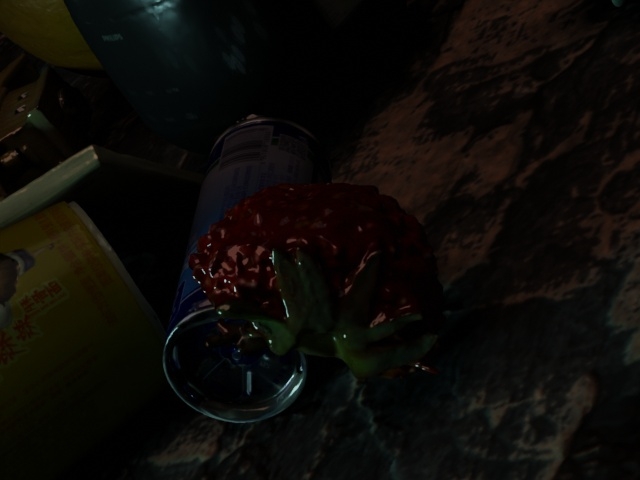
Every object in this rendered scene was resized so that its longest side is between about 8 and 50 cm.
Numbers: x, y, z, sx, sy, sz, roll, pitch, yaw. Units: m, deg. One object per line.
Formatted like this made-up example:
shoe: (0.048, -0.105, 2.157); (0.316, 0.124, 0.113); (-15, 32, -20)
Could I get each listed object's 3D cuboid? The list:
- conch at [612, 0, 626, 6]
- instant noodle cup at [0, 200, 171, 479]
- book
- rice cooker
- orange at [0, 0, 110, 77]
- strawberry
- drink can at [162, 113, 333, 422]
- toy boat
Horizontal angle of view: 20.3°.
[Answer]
conch: (0.225, -0.250, 1.272); (0.234, 0.137, 0.114); (-29, 0, -1)
instant noodle cup: (-0.227, 0.096, 1.211); (0.236, 0.215, 0.215); (-32, 25, -10)
book: (-0.180, -0.012, 1.349); (0.162, 0.022, 0.232); (-31, -13, 14)
rice cooker: (-0.064, -0.204, 1.441); (0.267, 0.224, 0.267); (-31, 26, 17)
orange: (-0.217, -0.291, 1.648); (0.274, 0.274, 0.310); (-82, 14, -55)
strawberry: (0.002, -0.004, 1.090); (0.208, 0.167, 0.087); (-102, 32, -58)
drink can: (-0.045, 0.013, 1.211); (0.097, 0.097, 0.235); (-27, 28, 20)
toy boat: (-0.275, -0.089, 1.668); (0.121, 0.089, 0.321); (-33, 25, 13)
